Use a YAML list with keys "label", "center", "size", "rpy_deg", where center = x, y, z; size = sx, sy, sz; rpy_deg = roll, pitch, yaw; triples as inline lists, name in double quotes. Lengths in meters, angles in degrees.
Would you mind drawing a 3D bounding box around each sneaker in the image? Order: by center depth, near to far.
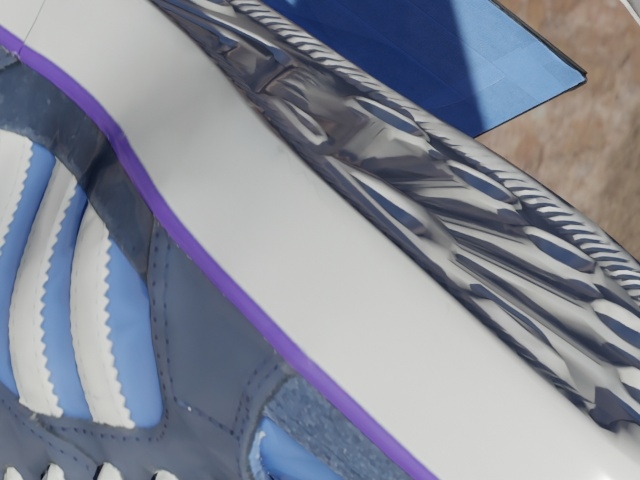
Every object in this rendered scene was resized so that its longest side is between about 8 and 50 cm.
- label: "sneaker"
  center: [-0.054, 0.060, 0.451]
  size: [0.323, 0.130, 0.236]
  rpy_deg: [41, 110, 37]

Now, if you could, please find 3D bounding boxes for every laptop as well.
- label: "laptop"
  center: [-0.053, -0.102, 1.487]
  size: [0.382, 0.236, 0.408]
  rpy_deg: [34, 91, -22]

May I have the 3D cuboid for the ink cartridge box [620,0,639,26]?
- label: "ink cartridge box"
  center: [0.258, -0.098, 0.787]
  size: [0.086, 0.203, 0.148]
  rpy_deg: [-48, 121, -8]
